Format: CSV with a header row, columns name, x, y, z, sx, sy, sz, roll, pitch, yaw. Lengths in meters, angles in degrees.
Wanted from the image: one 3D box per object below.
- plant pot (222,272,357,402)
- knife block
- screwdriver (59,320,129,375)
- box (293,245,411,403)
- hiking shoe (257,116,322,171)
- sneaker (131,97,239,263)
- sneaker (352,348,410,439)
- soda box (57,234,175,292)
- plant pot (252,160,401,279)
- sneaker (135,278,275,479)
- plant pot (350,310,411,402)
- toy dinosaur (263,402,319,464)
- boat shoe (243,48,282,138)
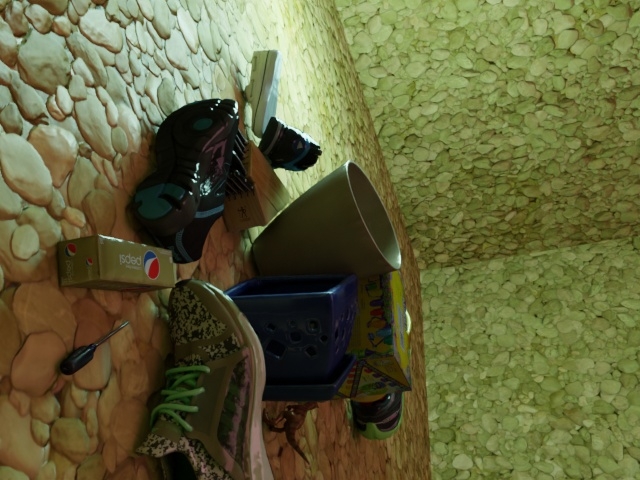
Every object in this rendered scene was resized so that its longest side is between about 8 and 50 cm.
name,x,y,z,sx,sy,sz,roll,pitch,yaw
plant pot,-0.053,0.186,1.254,0.236,0.236,0.212,-29,115,-75
knife block,-0.162,-0.152,1.332,0.275,0.088,0.242,-55,133,-69
screwdriver,-0.288,0.133,0.837,0.170,0.025,0.024,-69,146,-78
box,0.050,0.197,1.504,0.177,0.279,0.289,62,24,-49
hiking shoe,-0.075,-0.194,1.474,0.304,0.132,0.113,-133,-112,-84
sneaker,-0.215,-0.113,1.099,0.139,0.125,0.340,75,24,-45
sneaker,0.188,0.382,2.063,0.202,0.185,0.482,69,17,-46
soda box,-0.269,0.035,0.871,0.181,0.061,0.058,22,60,-72
plant pot,0.000,0.000,1.423,0.256,0.274,0.256,54,20,-30
sneaker,-0.180,0.253,0.934,0.182,0.158,0.410,6,68,-56
plant pot,0.122,0.311,1.798,0.254,0.254,0.238,-79,169,-53
toy dinosaur,-0.058,0.369,1.311,0.211,0.112,0.064,-54,132,-69
boat shoe,-0.146,-0.353,1.563,0.083,0.076,0.226,59,39,-71
